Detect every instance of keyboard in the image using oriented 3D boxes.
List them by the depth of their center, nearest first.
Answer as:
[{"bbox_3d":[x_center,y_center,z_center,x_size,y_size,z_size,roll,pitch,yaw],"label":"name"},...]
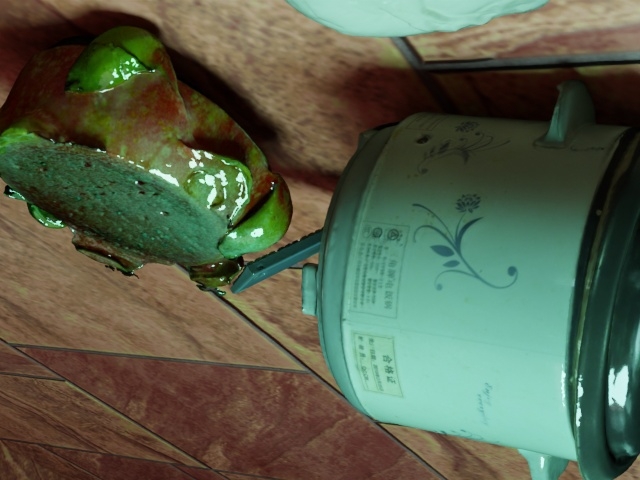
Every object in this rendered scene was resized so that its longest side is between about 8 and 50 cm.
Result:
[{"bbox_3d":[0.000,0.001,1.162,0.014,0.176,0.055,59,150,10],"label":"keyboard"}]

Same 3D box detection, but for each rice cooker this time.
[{"bbox_3d":[0.159,0.032,0.975,0.316,0.317,0.264,4,-169,28],"label":"rice cooker"}]

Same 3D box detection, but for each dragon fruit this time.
[{"bbox_3d":[-0.166,-0.069,1.125,0.295,0.130,0.268,21,158,-10],"label":"dragon fruit"}]

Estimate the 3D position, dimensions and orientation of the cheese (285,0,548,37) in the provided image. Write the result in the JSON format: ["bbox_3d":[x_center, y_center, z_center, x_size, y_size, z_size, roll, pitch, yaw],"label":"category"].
[{"bbox_3d":[0.039,-0.193,0.653,0.189,0.154,0.198,-19,140,24],"label":"cheese"}]
